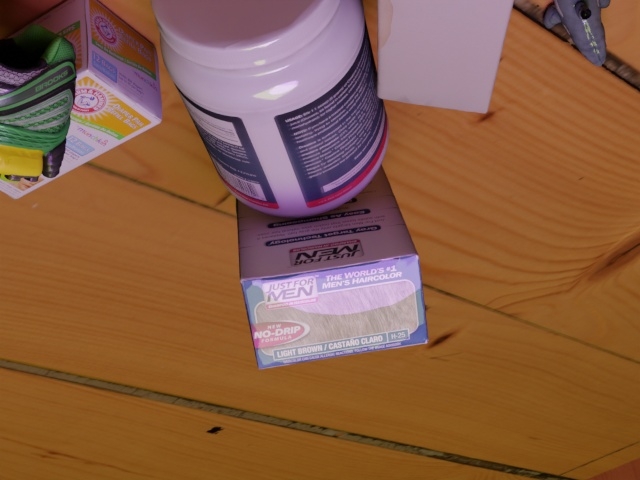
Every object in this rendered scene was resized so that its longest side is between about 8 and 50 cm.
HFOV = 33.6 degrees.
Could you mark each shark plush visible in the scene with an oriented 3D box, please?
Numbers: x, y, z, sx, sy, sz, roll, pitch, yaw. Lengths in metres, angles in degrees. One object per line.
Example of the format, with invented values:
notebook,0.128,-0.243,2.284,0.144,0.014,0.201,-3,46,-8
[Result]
shark plush,0.272,-0.249,1.084,0.073,0.067,0.161,-11,149,4

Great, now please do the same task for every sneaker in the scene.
sneaker,-0.365,-0.144,0.873,0.343,0.134,0.146,1,116,-42

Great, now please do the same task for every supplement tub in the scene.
supplement tub,-0.042,-0.163,1.022,0.191,0.191,0.272,-12,149,5

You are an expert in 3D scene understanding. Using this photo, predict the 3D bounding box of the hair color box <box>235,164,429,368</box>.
hair color box,0.000,0.000,1.159,0.174,0.347,0.105,-9,114,-1

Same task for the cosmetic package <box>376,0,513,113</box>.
cosmetic package,0.110,-0.244,0.881,0.113,0.160,0.309,8,162,5

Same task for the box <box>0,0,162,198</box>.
box,-0.275,-0.143,1.076,0.203,0.103,0.114,-24,147,22
